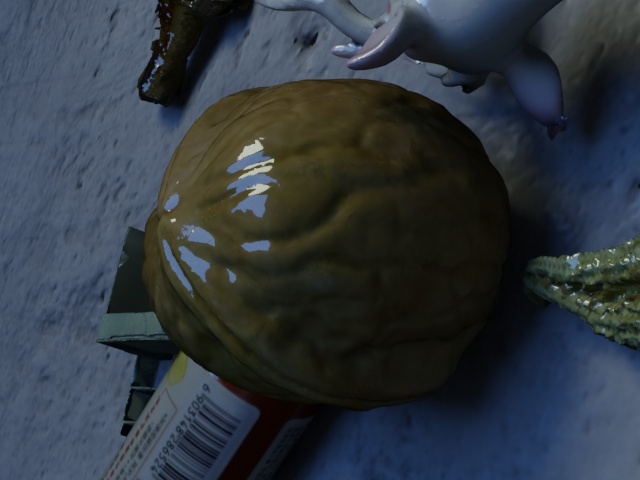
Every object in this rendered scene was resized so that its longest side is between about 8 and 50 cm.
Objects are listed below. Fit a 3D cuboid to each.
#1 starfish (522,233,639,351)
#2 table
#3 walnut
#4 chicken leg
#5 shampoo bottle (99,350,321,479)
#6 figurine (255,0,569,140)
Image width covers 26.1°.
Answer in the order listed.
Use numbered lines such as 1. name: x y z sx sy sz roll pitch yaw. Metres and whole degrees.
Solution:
1. starfish: 0.192 0.017 0.623 0.358 0.078 0.347 107 161 -50
2. table: -0.117 0.074 1.111 0.146 0.062 0.175 -8 66 53
3. walnut: 0.000 0.000 0.835 0.228 0.228 0.228 -30 51 44
4. chicken leg: -0.115 -0.218 1.254 0.125 0.080 0.196 8 87 66
5. shampoo bottle: -0.100 0.175 0.994 0.278 0.104 0.104 -57 36 20
6. figurine: 0.110 -0.202 0.823 0.315 0.206 0.284 -39 42 23
